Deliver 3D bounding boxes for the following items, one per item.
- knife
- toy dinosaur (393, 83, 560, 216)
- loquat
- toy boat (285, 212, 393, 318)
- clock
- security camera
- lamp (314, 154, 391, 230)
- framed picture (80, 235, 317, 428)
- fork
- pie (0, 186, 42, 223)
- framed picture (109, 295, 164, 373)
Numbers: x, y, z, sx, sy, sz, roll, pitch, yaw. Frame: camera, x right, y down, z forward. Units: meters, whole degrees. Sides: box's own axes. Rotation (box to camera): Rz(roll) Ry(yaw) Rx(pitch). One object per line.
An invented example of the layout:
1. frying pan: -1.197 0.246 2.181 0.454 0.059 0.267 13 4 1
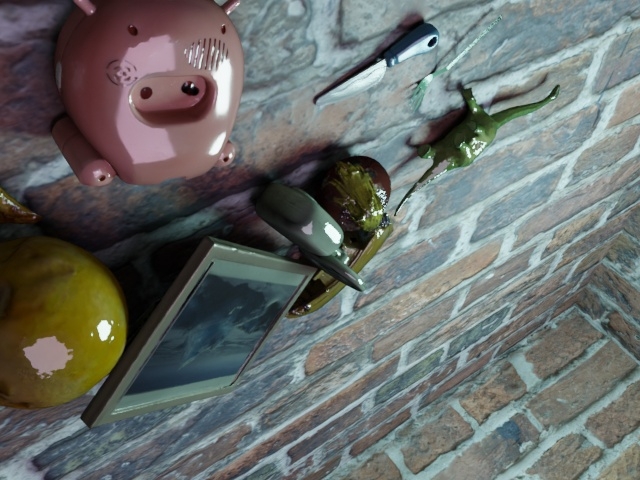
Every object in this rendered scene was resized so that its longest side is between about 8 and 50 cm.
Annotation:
1. knife: 0.097 -0.287 1.035 0.244 0.032 0.058 -35 157 -2
2. toy dinosaur: 0.342 -0.215 1.359 0.447 0.087 0.301 -48 156 16
3. loquat: -0.379 0.111 0.823 0.244 0.244 0.243 -28 147 -20
4. toy boat: 0.025 0.047 1.320 0.321 0.089 0.121 -46 143 12
5. clock: -0.190 -0.193 0.726 0.227 0.142 0.241 -15 137 -37
6. security camera: 0.000 0.000 1.135 0.080 0.157 0.301 -55 139 -10
7. lamp: 0.068 -0.079 1.158 0.157 0.135 0.156 -12 139 -42
8. framed picture: -0.173 0.154 1.058 0.326 0.028 0.446 -55 161 6
9. fork: 0.248 -0.336 1.145 0.235 0.021 0.039 -45 153 5
10. pie: -0.430 -0.059 0.729 0.088 0.033 0.191 -25 150 2
11. framed picture: -0.296 0.153 1.033 0.217 0.017 0.274 -46 180 10
